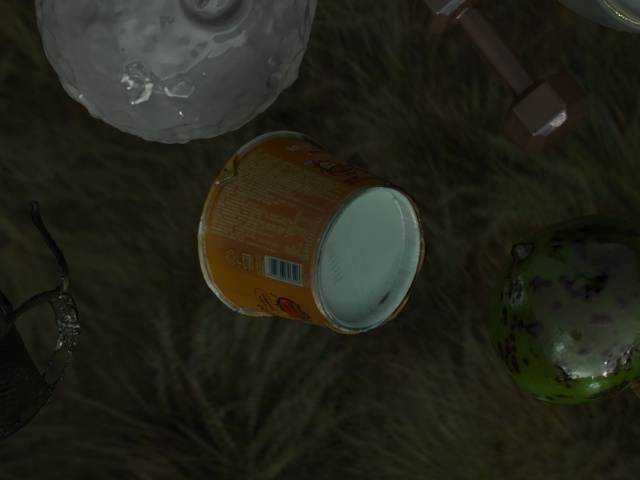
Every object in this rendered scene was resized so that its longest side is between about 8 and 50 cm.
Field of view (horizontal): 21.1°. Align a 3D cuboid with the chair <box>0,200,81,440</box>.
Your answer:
[{"bbox_3d":[-0.330,0.095,1.790,0.149,0.174,0.213,-20,103,38],"label":"chair"}]

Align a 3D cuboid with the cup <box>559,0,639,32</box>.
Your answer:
[{"bbox_3d":[0.282,-0.262,1.317,0.258,0.234,0.186,-18,110,3],"label":"cup"}]

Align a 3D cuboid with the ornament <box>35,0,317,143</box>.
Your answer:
[{"bbox_3d":[-0.169,-0.281,2.019,0.337,0.337,0.337,-2,81,11],"label":"ornament"}]

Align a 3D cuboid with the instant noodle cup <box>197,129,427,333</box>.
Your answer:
[{"bbox_3d":[0.000,0.000,1.866,0.172,0.215,0.216,19,85,45],"label":"instant noodle cup"}]

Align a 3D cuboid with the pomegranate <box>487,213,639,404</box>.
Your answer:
[{"bbox_3d":[0.295,0.086,1.812,0.263,0.211,0.211,38,90,-19],"label":"pomegranate"}]

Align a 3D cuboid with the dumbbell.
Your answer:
[{"bbox_3d":[0.188,-0.201,1.834,0.082,0.092,0.231,-32,74,-18],"label":"dumbbell"}]
